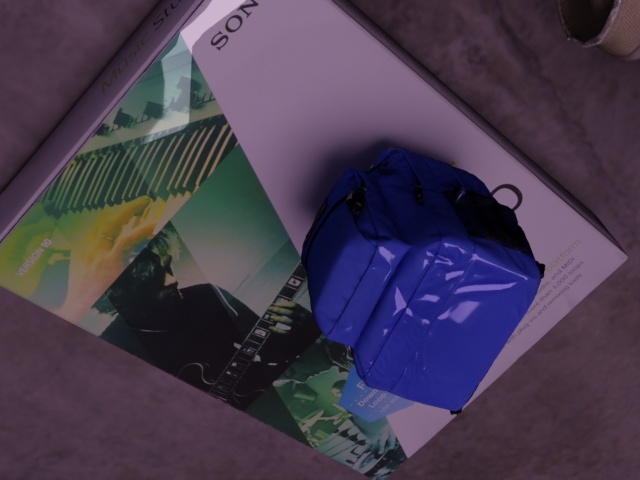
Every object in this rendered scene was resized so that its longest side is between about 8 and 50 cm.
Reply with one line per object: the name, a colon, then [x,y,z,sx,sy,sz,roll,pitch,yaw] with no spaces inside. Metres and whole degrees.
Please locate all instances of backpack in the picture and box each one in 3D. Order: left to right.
backpack: [0.044,0.005,0.503,0.101,0.120,0.098,25,115,-18]

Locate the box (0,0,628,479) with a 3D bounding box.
box: [0.000,0.000,0.592,0.322,0.058,0.232,34,108,-30]

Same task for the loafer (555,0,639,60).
loafer: [0.112,-0.209,0.465,0.092,0.102,0.268,-15,116,-4]
